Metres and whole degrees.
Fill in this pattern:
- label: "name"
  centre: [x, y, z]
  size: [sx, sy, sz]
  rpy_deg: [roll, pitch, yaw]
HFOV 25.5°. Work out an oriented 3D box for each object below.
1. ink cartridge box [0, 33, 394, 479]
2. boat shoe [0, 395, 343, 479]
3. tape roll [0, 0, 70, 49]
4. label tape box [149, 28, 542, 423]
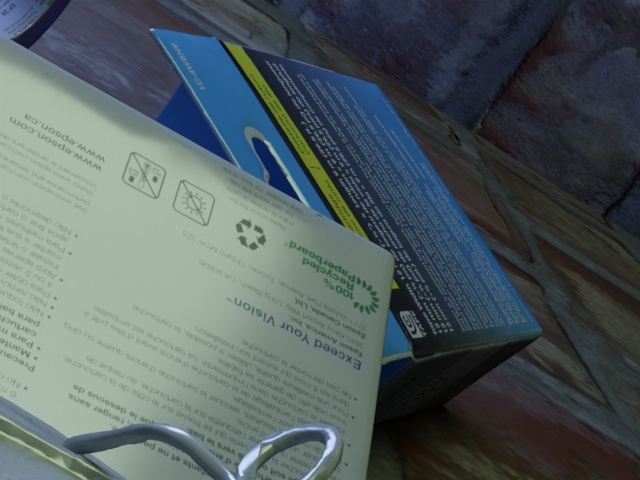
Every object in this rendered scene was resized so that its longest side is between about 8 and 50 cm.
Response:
- label: "ink cartridge box"
  centre: [-0.129, 0.065, 0.591]
  size: [0.324, 0.071, 0.330]
  rpy_deg: [30, 45, -20]
- label: "boat shoe"
  centre: [-0.027, 0.135, 0.437]
  size: [0.367, 0.156, 0.136]
  rpy_deg: [42, 37, 4]
- label: "tape roll"
  centre: [-0.252, -0.229, 1.118]
  size: [0.080, 0.189, 0.189]
  rpy_deg: [37, 14, 5]
- label: "label tape box"
  centre: [0.000, 0.000, 0.985]
  size: [0.249, 0.115, 0.348]
  rpy_deg: [58, 22, 15]
